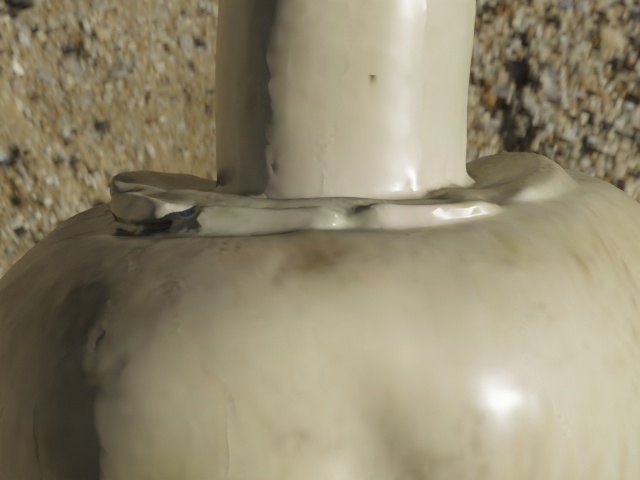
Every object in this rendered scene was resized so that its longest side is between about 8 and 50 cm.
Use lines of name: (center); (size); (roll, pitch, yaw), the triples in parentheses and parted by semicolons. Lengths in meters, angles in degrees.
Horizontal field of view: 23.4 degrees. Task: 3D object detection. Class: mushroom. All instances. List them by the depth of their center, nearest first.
mushroom: (0.000, 0.000, 0.632); (0.314, 0.314, 0.336); (-1, 89, 0)
